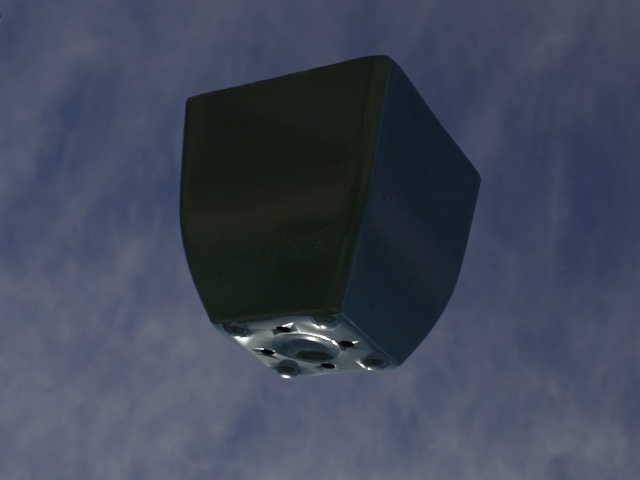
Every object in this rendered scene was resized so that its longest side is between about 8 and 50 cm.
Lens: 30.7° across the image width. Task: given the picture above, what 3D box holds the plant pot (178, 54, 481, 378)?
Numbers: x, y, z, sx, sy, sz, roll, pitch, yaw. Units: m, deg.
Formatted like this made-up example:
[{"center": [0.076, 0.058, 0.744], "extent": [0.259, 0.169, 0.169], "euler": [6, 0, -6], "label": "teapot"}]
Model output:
[{"center": [0.000, 0.000, 1.203], "extent": [0.247, 0.248, 0.252], "euler": [-8, -122, 29], "label": "plant pot"}]
